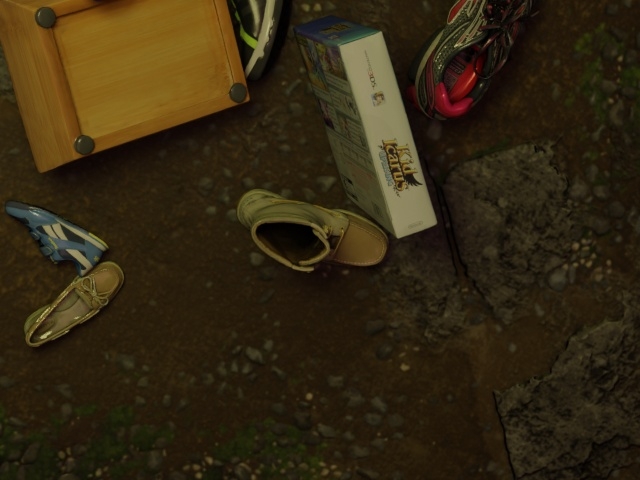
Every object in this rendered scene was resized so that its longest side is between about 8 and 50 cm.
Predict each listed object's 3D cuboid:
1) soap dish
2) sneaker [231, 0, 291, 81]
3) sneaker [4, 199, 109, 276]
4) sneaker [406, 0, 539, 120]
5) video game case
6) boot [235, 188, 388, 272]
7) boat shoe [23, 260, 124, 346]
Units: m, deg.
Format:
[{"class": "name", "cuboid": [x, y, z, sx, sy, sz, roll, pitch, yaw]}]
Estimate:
[{"class": "soap dish", "cuboid": [-0.233, -0.228, 1.840, 0.291, 0.118, 0.229, -21, 111, -23]}, {"class": "sneaker", "cuboid": [-0.087, -0.322, 1.920, 0.097, 0.084, 0.234, 11, 99, 7]}, {"class": "sneaker", "cuboid": [-0.346, -0.005, 1.937, 0.144, 0.053, 0.059, 30, 89, -15]}, {"class": "sneaker", "cuboid": [0.224, -0.288, 1.962, 0.121, 0.112, 0.299, 24, 96, -16]}, {"class": "video game case", "cuboid": [0.054, -0.150, 1.876, 0.061, 0.269, 0.244, -21, 106, -7]}, {"class": "boot", "cuboid": [0.000, 0.000, 1.952, 0.213, 0.165, 0.077, 18, 99, -13]}, {"class": "boat shoe", "cuboid": [-0.321, 0.085, 1.967, 0.153, 0.048, 0.056, -33, 107, -3]}]
